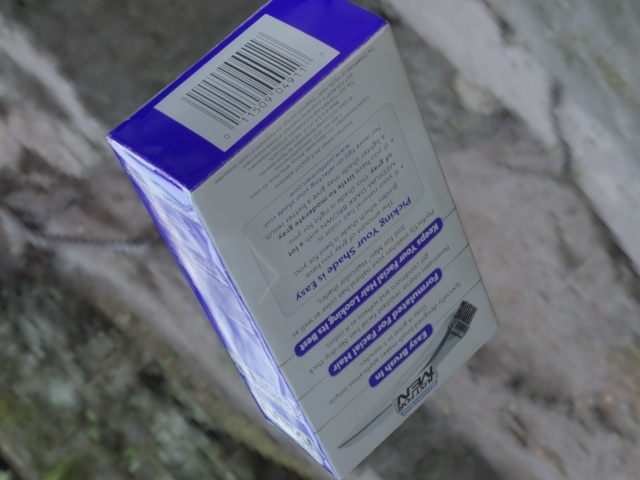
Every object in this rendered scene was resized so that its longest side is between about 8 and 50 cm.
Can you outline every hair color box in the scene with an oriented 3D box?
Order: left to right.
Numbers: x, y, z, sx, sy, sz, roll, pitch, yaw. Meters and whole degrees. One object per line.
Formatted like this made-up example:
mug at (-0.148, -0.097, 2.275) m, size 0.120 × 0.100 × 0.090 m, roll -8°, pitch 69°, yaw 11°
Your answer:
hair color box at (0.000, 0.000, 1.207) m, size 0.110 × 0.185 × 0.339 m, roll 33°, pitch 157°, yaw 42°
